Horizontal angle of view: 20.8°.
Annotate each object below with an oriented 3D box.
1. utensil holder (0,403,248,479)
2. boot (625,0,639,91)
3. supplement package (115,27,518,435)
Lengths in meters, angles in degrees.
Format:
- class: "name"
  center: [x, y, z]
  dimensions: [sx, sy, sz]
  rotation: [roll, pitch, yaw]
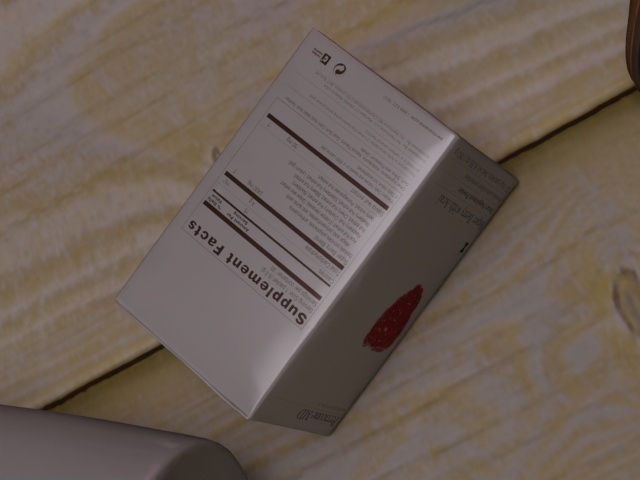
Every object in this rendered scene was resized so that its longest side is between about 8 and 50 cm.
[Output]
- class: "utensil holder"
  center: [-0.287, 0.301, 1.507]
  dimensions: [0.385, 0.327, 0.328]
  rotation: [6, 82, 22]
- class: "boot"
  center: [0.308, -0.268, 1.505]
  dimensions: [0.115, 0.112, 0.305]
  rotation: [12, 88, 55]
- class: "supplement package"
  center: [0.000, 0.000, 1.520]
  dimensions: [0.175, 0.177, 0.293]
  rotation: [39, 96, 25]
